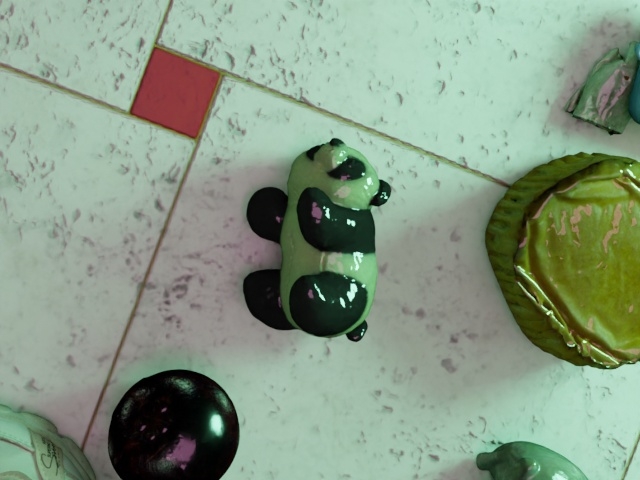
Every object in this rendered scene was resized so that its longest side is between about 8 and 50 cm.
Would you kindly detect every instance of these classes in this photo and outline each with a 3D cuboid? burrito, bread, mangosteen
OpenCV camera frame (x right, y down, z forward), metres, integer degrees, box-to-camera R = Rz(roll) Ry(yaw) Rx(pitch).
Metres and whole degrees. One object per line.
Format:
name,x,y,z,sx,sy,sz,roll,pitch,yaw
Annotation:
burrito,0.356,-0.188,1.358,0.074,0.044,0.118,29,94,-9
bread,0.326,0.023,1.327,0.227,0.142,0.253,-35,105,-7
mangosteen,-0.161,0.221,1.255,0.152,0.152,0.152,-1,97,-12

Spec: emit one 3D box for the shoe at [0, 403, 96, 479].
shoe,-0.293,0.316,1.201,0.351,0.198,0.172,37,87,-14

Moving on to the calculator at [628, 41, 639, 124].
calculator,0.497,-0.178,1.364,0.293,0.051,0.173,19,91,-22

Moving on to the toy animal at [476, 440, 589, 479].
toy animal,0.314,0.331,1.369,0.251,0.127,0.125,21,89,-17

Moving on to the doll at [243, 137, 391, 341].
doll,-0.001,0.002,1.264,0.135,0.143,0.234,-3,96,-35
